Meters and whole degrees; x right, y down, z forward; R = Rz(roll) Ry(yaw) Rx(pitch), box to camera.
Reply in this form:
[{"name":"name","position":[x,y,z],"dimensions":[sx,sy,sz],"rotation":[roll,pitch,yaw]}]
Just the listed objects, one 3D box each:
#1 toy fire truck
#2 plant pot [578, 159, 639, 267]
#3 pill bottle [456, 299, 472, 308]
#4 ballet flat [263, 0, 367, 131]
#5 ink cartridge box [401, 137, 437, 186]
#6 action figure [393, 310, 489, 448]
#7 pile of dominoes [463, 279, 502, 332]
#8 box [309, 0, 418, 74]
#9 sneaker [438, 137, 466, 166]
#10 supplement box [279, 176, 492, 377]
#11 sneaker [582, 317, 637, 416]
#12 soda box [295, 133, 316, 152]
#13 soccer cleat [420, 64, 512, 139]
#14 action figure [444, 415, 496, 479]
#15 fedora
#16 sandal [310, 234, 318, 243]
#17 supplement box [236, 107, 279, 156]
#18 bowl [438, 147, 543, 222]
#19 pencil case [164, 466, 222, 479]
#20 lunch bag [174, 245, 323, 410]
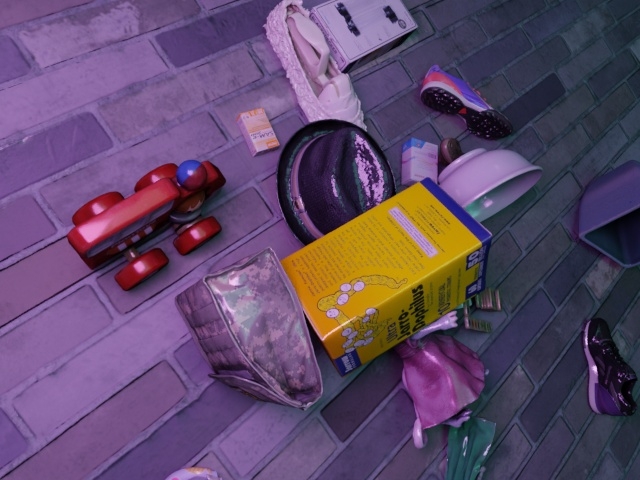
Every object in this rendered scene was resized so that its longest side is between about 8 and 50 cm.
[{"name":"toy fire truck","position":[-0.294,-0.049,0.825],"dimensions":[0.302,0.254,0.169],"rotation":[-36,95,-28]},{"name":"plant pot","position":[1.006,-0.108,1.476],"dimensions":[0.247,0.248,0.252],"rotation":[28,51,-17]},{"name":"pill bottle","position":[0.340,0.099,1.188],"dimensions":[0.086,0.086,0.152],"rotation":[-9,82,-27]},{"name":"ballet flat","position":[-0.003,-0.403,1.119],"dimensions":[0.147,0.147,0.409],"rotation":[-35,95,-28]},{"name":"ink cartridge box","position":[0.269,-0.205,1.245],"dimensions":[0.089,0.052,0.122],"rotation":[11,72,-23]},{"name":"action figure","position":[0.213,0.235,1.077],"dimensions":[0.370,0.248,0.276],"rotation":[46,103,2]},{"name":"pile of dominoes","position":[0.414,0.133,1.169],"dimensions":[0.251,0.040,0.196],"rotation":[21,64,-55]},{"name":"box","position":[0.108,-0.575,1.237],"dimensions":[0.290,0.087,0.169],"rotation":[-38,96,-28]},{"name":"sneaker","position":[0.345,-0.224,1.236],"dimensions":[0.188,0.071,0.066],"rotation":[19,80,-55]},{"name":"supplement box","position":[0.130,0.073,0.912],"dimensions":[0.357,0.194,0.195],"rotation":[-30,52,-7]},{"name":"sneaker","position":[0.871,0.370,1.354],"dimensions":[0.107,0.124,0.283],"rotation":[8,74,-24]},{"name":"soda box","position":[0.012,-0.169,1.111],"dimensions":[0.181,0.058,0.061],"rotation":[45,64,-10]},{"name":"soccer cleat","position":[0.440,-0.405,1.348],"dimensions":[0.318,0.108,0.116],"rotation":[22,65,-17]},{"name":"action figure","position":[0.341,0.530,1.081],"dimensions":[0.063,0.137,0.232],"rotation":[18,79,-34]},{"name":"fedora","position":[0.063,-0.124,1.008],"dimensions":[0.334,0.152,0.334],"rotation":[2,84,-19]},{"name":"sandal","position":[0.000,0.000,1.081],"dimensions":[0.067,0.040,0.179],"rotation":[29,82,-11]},{"name":"supplement box","position":[-0.146,-0.252,1.067],"dimensions":[0.062,0.036,0.098],"rotation":[-25,89,-27]},{"name":"bowl","position":[0.399,-0.142,1.178],"dimensions":[0.298,0.298,0.134],"rotation":[-18,70,-28]},{"name":"pencil case","position":[-0.199,0.470,0.742],"dimensions":[0.124,0.273,0.113],"rotation":[-17,92,-21]},{"name":"lunch bag","position":[-0.130,0.187,0.857],"dimensions":[0.169,0.235,0.287],"rotation":[-27,91,-31]}]
